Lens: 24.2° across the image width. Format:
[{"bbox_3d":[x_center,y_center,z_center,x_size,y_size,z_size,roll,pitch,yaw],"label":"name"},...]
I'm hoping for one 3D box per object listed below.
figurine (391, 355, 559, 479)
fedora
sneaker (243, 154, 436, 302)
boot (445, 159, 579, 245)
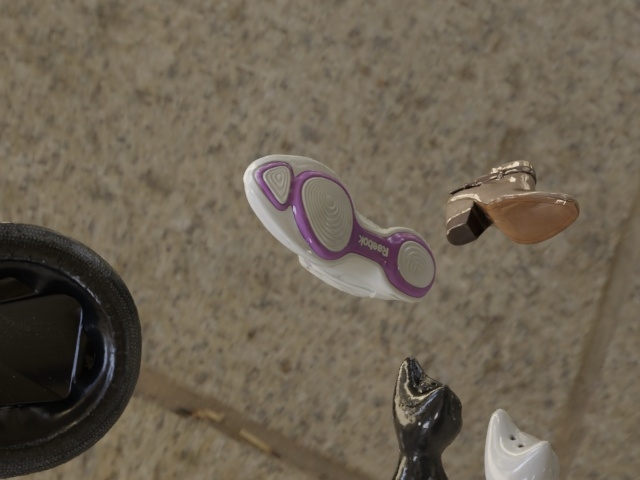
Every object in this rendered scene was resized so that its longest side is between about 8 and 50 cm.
[{"bbox_3d":[0.120,0.224,1.240,0.092,0.215,0.209,-5,106,-32],"label":"figurine"},{"bbox_3d":[-0.388,0.122,1.783,0.334,0.152,0.334,-2,96,-18],"label":"fedora"},{"bbox_3d":[0.000,0.000,1.820,0.305,0.152,0.114,35,62,-37],"label":"sneaker"},{"bbox_3d":[0.145,-0.033,1.110,0.042,0.118,0.087,66,32,-22],"label":"boot"}]
